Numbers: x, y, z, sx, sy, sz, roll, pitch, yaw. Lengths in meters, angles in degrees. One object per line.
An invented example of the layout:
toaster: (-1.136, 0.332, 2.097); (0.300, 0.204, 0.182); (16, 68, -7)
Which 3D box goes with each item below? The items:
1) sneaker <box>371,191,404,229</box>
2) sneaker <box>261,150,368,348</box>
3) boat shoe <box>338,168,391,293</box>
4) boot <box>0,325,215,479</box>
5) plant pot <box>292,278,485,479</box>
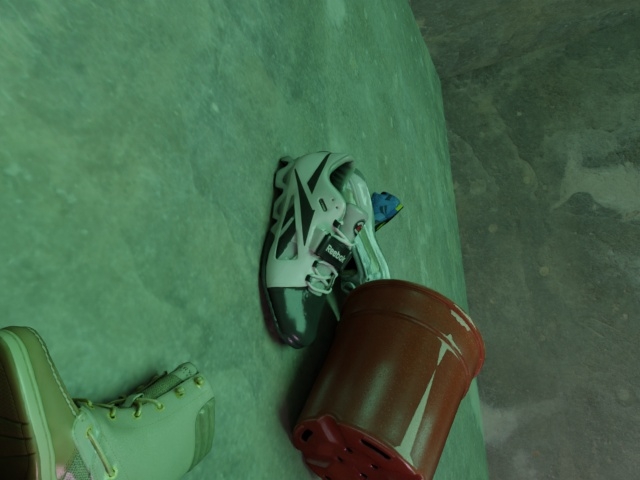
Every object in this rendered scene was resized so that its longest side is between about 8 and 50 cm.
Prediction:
sneaker: (0.140, -0.073, 1.045); (0.082, 0.069, 0.209); (47, 38, 6)
sneaker: (0.000, 0.000, 0.642); (0.122, 0.146, 0.330); (33, 55, -58)
boat shoe: (0.058, 0.021, 0.808); (0.118, 0.103, 0.320); (-159, -125, -68)
boot: (-0.168, 0.141, 0.336); (0.165, 0.077, 0.213); (-36, 119, -60)
plant pot: (0.104, 0.250, 0.665); (0.265, 0.273, 0.272); (-51, 127, -46)
